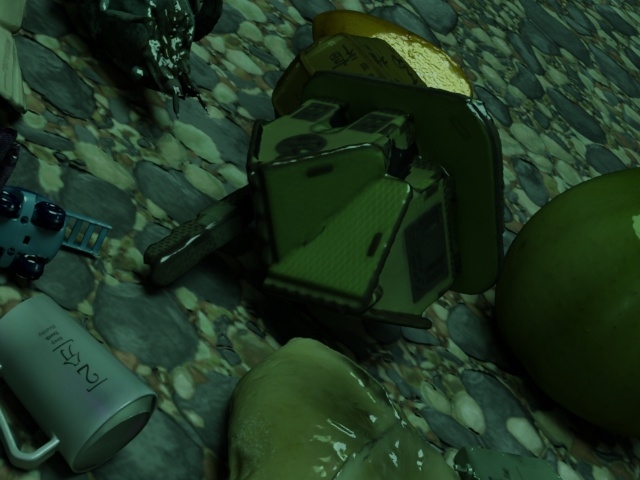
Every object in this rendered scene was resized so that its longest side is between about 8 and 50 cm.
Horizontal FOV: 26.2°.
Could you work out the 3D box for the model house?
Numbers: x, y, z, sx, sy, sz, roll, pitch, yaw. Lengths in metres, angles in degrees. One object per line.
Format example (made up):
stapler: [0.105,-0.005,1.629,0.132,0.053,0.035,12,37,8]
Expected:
model house: [0.000,0.000,1.187,0.218,0.205,0.278,13,34,35]

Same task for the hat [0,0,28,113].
hat: [-0.325,-0.220,1.167,0.219,0.164,0.226,14,16,-36]

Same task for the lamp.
lamp: [0.045,-0.115,1.426,0.161,0.161,0.185,-4,48,-52]

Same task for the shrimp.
shrimp: [-0.194,-0.280,1.397,0.221,0.166,0.410,6,30,-42]

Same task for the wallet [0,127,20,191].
wallet: [-0.289,-0.033,0.986,0.111,0.030,0.166,-5,30,8]

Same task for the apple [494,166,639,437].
apple: [0.316,0.058,1.405,0.279,0.279,0.279,29,30,-18]

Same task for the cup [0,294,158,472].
cup: [-0.183,0.105,0.942,0.116,0.074,0.104,43,57,16]

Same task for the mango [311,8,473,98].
mango: [0.077,-0.199,1.645,0.217,0.102,0.141,37,52,2]

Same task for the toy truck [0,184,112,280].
toy truck: [-0.218,-0.007,1.066,0.136,0.063,0.074,20,13,-34]

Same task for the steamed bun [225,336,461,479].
steamed bun: [0.013,0.158,1.043,0.231,0.110,0.212,6,42,-49]

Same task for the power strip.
power strip: [0.168,0.212,1.233,0.136,0.019,0.051,15,38,-37]
